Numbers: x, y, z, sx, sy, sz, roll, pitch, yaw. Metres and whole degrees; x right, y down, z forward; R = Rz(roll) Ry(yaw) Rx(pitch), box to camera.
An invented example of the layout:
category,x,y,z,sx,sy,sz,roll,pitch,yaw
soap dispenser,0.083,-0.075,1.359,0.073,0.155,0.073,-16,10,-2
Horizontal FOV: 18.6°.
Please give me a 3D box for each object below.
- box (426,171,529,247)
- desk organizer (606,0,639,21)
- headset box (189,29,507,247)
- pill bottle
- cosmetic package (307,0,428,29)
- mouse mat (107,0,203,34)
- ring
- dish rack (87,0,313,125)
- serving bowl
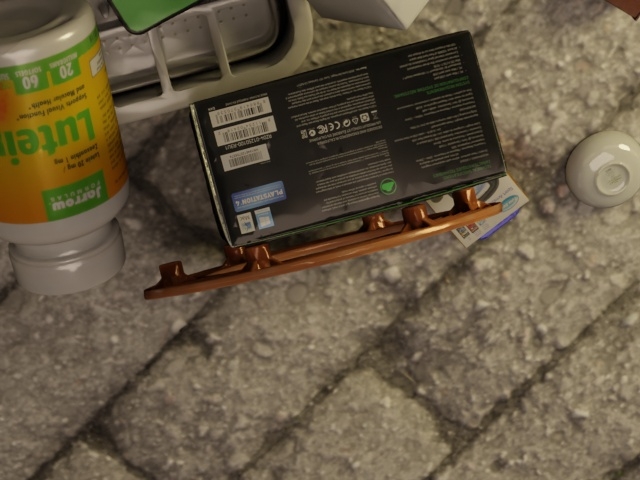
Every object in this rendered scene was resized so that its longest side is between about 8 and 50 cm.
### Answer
category,x,y,z,sx,sy,sz,roll,pitch,yaw
box,0.143,-0.055,1.925,0.081,0.028,0.136,-38,116,9
desk organizer,0.308,-0.278,1.830,0.050,0.047,0.130,27,109,-20
headset box,0.014,-0.087,1.745,0.246,0.283,0.131,-15,93,-4
pill bottle,-0.241,-0.081,1.692,0.136,0.136,0.245,-12,119,-5
cosmetic package,0.036,-0.336,1.641,0.224,0.138,0.224,46,74,-31
mouse mat,-0.119,-0.279,1.689,0.190,0.007,0.152,-28,118,4
ring,0.000,0.000,1.773,0.337,0.336,0.032,-13,93,-4
dish rack,-0.173,-0.274,1.723,0.286,0.072,0.333,-15,119,-2
serving bowl,0.288,-0.067,1.947,0.083,0.027,0.083,-4,117,-9
